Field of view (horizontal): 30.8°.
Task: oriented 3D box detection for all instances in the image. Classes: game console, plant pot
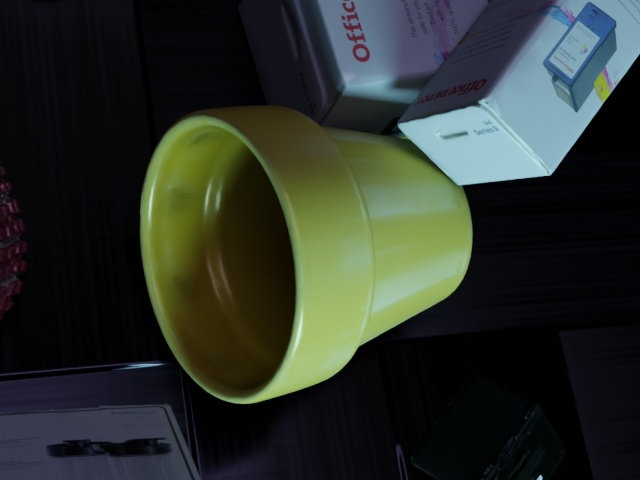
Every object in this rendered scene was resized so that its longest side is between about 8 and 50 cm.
[{"bbox_3d":[0.167,0.212,1.146,0.122,0.071,0.107,-48,119,-26],"label":"game console"},{"bbox_3d":[0.000,0.000,1.056,0.239,0.254,0.254,-10,73,-36],"label":"plant pot"}]

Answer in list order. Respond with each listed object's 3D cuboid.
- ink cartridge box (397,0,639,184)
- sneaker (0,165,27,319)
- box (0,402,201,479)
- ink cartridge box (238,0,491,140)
[{"bbox_3d":[0.184,-0.156,1.002,0.093,0.154,0.212,44,73,-16],"label":"ink cartridge box"},{"bbox_3d":[-0.348,-0.058,1.038,0.112,0.121,0.299,-21,77,6],"label":"sneaker"},{"bbox_3d":[-0.171,0.226,0.883,0.169,0.290,0.087,-1,108,-19],"label":"box"},{"bbox_3d":[0.086,-0.215,1.178,0.270,0.197,0.198,-10,74,-22],"label":"ink cartridge box"}]
